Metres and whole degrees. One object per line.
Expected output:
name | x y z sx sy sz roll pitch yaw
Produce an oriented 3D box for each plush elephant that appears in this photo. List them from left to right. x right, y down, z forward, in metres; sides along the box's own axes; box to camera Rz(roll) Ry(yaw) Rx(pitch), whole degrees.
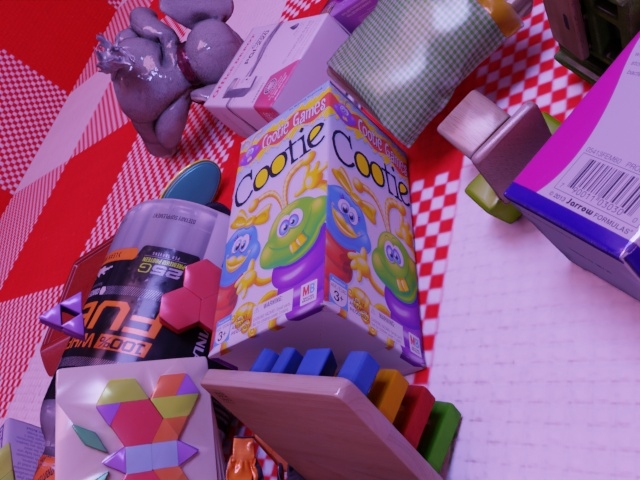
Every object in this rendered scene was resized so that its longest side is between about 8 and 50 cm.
plush elephant | -0.239 -0.317 1.097 0.330 0.255 0.272 -163 62 -86

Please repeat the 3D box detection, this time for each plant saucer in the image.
plant saucer | -0.420 0.099 1.110 0.258 0.047 0.259 -25 45 35

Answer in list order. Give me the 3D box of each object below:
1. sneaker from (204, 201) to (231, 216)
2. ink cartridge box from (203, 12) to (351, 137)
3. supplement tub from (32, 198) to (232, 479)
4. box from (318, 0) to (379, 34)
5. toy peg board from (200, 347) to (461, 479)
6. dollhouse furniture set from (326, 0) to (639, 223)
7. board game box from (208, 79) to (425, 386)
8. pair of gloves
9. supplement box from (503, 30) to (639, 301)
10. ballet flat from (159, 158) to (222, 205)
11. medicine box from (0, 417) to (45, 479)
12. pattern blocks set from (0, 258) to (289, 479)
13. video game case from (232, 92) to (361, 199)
sneaker | -0.219 0.028 0.904 0.224 0.083 0.098 -54 30 2
ink cartridge box | -0.058 -0.232 0.877 0.217 0.092 0.159 18 75 55
supplement tub | -0.180 0.129 0.673 0.193 0.193 0.316 -16 51 42
box | 0.093 -0.378 0.824 0.201 0.057 0.293 -58 19 -2
toy peg board | 0.018 0.132 0.479 0.161 0.161 0.079 -10 38 45
dollhouse furniture set | 0.115 -0.191 0.547 0.197 0.151 0.301 -46 56 10
board game box | 0.000 0.000 0.612 0.144 0.142 0.275 -28 43 32
pair of gloves | -0.046 0.217 0.541 0.010 0.083 0.074 134 145 -57
supplement box | 0.253 -0.071 0.400 0.220 0.114 0.111 -52 34 6
ballet flat | -0.246 -0.036 1.000 0.231 0.077 0.077 -60 18 -5
medicine box | -0.378 0.417 0.703 0.263 0.149 0.289 -51 35 5
pattern blocks set | -0.154 0.191 0.528 0.325 0.285 0.026 66 153 13
video game case | -0.030 -0.170 0.893 0.226 0.026 0.207 -19 48 41
